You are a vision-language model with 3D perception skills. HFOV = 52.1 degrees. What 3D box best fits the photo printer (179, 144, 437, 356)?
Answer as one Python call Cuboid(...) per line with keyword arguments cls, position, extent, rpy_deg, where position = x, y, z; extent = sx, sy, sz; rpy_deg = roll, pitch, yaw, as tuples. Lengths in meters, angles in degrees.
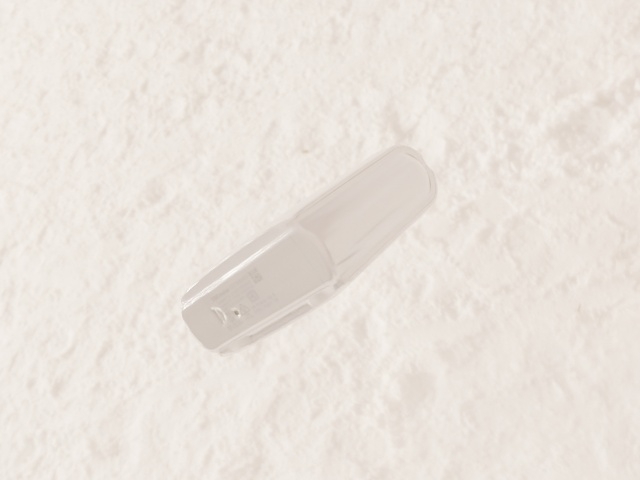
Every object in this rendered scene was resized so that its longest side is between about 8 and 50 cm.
Cuboid(cls="photo printer", position=(0.000, 0.000, 0.820), extent=(0.256, 0.307, 0.107), rpy_deg=(-34, 93, 41))
